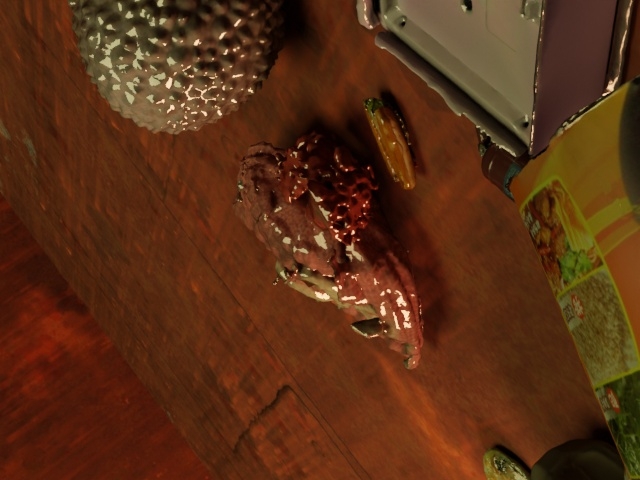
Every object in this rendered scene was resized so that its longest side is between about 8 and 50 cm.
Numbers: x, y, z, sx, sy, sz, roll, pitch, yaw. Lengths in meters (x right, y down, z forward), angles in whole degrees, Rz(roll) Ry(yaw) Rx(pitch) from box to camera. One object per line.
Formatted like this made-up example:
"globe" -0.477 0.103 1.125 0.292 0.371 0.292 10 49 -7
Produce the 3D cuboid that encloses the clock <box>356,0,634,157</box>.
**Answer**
"clock" 0.085 -0.151 0.684 0.144 0.073 0.193 45 160 28

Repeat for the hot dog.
"hot dog" 0.054 -0.075 1.000 0.037 0.021 0.083 50 167 50

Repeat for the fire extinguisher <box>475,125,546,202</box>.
"fire extinguisher" 0.140 -0.033 0.829 0.132 0.039 0.056 41 149 37

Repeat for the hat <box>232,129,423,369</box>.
"hat" 0.000 0.000 1.137 0.237 0.107 0.286 39 164 13

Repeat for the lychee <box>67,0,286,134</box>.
"lychee" -0.116 -0.162 1.034 0.197 0.165 0.165 -21 107 38

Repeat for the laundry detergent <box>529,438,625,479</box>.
"laundry detergent" 0.223 0.269 1.075 0.181 0.091 0.253 49 161 26

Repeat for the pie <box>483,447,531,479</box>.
"pie" 0.181 0.228 1.244 0.085 0.017 0.085 47 160 23

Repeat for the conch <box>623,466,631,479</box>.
"conch" 0.250 0.151 0.794 0.135 0.102 0.153 41 164 -8

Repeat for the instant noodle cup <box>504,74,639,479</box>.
"instant noodle cup" 0.190 0.013 0.507 0.182 0.230 0.230 62 164 9
